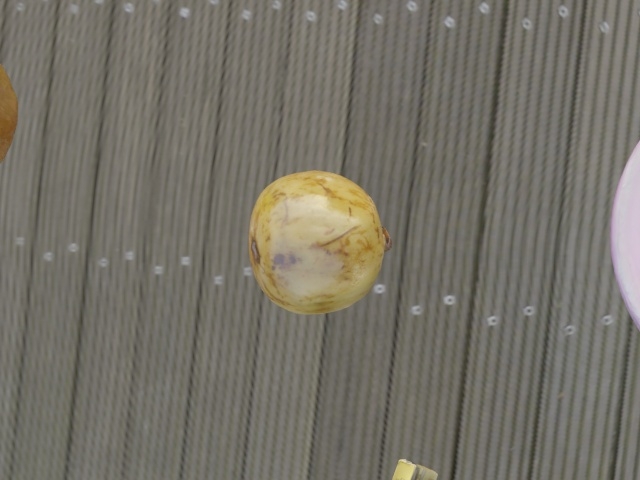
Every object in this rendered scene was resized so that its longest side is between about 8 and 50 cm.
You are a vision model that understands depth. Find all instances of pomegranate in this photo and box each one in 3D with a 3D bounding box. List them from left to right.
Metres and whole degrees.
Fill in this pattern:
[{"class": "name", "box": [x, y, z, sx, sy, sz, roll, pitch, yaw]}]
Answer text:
[{"class": "pomegranate", "box": [0.000, 0.000, 1.560, 0.215, 0.215, 0.215, -1, 88, 22]}]

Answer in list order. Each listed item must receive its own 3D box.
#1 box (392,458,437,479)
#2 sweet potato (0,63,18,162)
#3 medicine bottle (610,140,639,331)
[{"class": "box", "box": [0.068, 0.280, 0.986, 0.020, 0.073, 0.149, 16, 80, 27]}, {"class": "sweet potato", "box": [-0.294, -0.088, 0.567, 0.097, 0.252, 0.097, -29, 57, 58]}, {"class": "medicine bottle", "box": [0.302, 0.010, 0.695, 0.202, 0.316, 0.202, -2, 85, 19]}]
